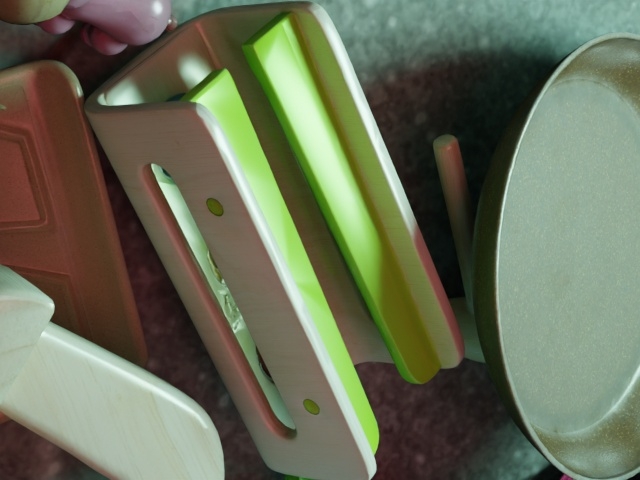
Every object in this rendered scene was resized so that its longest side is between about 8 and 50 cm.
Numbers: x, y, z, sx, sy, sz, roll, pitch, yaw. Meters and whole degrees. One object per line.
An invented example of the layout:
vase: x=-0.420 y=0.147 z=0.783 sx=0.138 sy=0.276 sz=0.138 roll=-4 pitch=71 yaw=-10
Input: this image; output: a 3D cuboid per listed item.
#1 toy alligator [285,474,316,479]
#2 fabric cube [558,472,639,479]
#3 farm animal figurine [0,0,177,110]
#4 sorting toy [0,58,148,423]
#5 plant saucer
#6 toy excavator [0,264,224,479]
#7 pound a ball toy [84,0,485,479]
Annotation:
toy alligator: x=0.036 y=0.209 z=1.040 sx=0.190 sy=0.056 sz=0.051 roll=49 pitch=41 yaw=-31
fabric cube: x=0.296 y=0.302 z=1.016 sx=0.254 sy=0.259 sz=0.258 roll=-39 pitch=111 yaw=-43
farm animal figurine: x=-0.153 y=-0.197 z=0.681 sx=0.330 sy=0.172 sz=0.327 roll=-47 pitch=125 yaw=-27
sorting toy: x=-0.241 y=-0.024 z=0.826 sx=0.229 sy=0.041 sz=0.307 roll=-18 pitch=114 yaw=-17
plant saucer: x=0.193 y=0.012 z=1.002 sx=0.310 sy=0.050 sz=0.311 roll=-5 pitch=96 yaw=-49
toy excavator: x=-0.076 y=0.236 z=0.901 sx=0.433 sy=0.222 sz=0.445 roll=1 pitch=100 yaw=-30
pound a ball toy: x=0.000 y=0.000 z=0.924 sx=0.208 sy=0.135 sz=0.319 roll=-47 pitch=125 yaw=-37
